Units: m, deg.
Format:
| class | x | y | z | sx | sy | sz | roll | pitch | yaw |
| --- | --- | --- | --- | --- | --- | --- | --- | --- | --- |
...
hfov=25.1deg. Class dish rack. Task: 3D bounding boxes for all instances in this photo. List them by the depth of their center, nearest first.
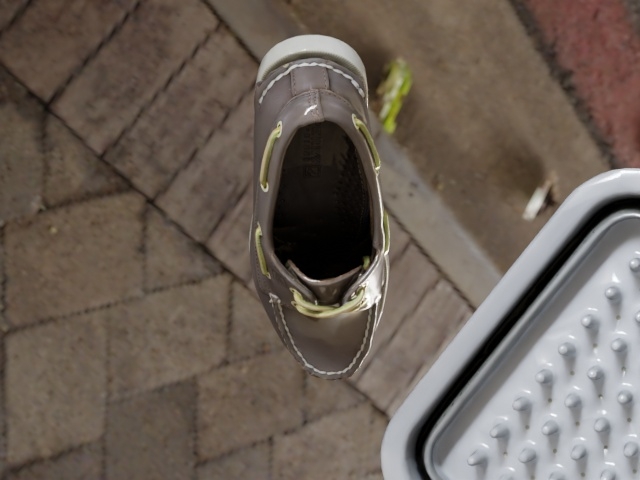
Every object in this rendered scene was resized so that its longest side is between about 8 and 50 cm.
| class | x | y | z | sx | sy | sz | roll | pitch | yaw |
| --- | --- | --- | --- | --- | --- | --- | --- | --- | --- |
| dish rack | 0.236 | 0.146 | 0.928 | 0.285 | 0.333 | 0.072 | -53 | 167 | 12 |

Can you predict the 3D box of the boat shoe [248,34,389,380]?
| class | x | y | z | sx | sy | sz | roll | pitch | yaw |
| --- | --- | --- | --- | --- | --- | --- | --- | --- | --- |
| boat shoe | 0.000 | 0.000 | 1.133 | 0.116 | 0.097 | 0.324 | -3 | 130 | -1 |
